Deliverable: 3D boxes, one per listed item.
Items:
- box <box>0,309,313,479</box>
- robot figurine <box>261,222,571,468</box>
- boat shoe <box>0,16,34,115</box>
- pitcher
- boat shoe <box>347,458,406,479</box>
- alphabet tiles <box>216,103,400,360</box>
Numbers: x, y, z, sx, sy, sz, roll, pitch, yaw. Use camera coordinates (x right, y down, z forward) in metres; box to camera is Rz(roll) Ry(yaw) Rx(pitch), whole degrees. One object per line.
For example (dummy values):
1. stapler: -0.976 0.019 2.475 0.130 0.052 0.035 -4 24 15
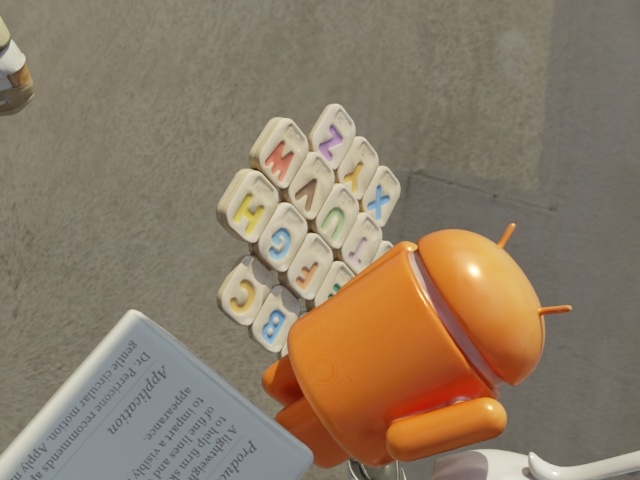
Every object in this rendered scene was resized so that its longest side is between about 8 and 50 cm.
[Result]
1. box: -0.117 0.143 0.482 0.119 0.182 0.181 41 78 -4
2. robot figurine: 0.066 0.078 0.625 0.219 0.158 0.128 -35 92 11
3. boat shoe: -0.453 -0.129 0.922 0.302 0.113 0.103 -24 129 -3
4. pitcher: 0.182 0.212 0.653 0.207 0.125 0.177 14 111 10
5. boat shoe: 0.077 0.292 1.264 0.080 0.228 0.076 0 114 -5
6. alphabet tiles: 0.000 0.000 0.986 0.284 0.021 0.278 48 62 -40
